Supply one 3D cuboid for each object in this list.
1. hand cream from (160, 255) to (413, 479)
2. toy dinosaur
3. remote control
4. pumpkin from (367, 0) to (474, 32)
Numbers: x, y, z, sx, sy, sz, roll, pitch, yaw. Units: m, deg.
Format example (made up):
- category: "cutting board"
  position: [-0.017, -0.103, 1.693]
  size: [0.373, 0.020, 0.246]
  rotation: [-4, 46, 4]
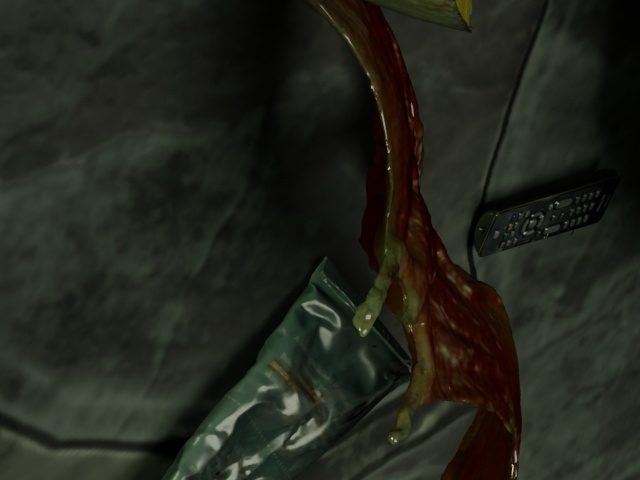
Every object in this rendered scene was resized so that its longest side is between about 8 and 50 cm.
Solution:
- category: "hand cream"
  position: [-0.049, 0.126, 0.863]
  size: [0.248, 0.052, 0.075]
  rotation: [-48, 141, -13]
- category: "toy dinosaur"
  position: [-0.002, 0.000, 0.777]
  size: [0.112, 0.207, 0.327]
  rotation: [-16, 145, 11]
- category: "remote control"
  position: [0.109, -0.015, 0.970]
  size: [0.091, 0.016, 0.034]
  rotation: [-16, 140, -40]
- category: "pumpkin"
  position: [0.009, -0.177, 0.676]
  size: [0.110, 0.217, 0.217]
  rotation: [-2, 124, 0]
